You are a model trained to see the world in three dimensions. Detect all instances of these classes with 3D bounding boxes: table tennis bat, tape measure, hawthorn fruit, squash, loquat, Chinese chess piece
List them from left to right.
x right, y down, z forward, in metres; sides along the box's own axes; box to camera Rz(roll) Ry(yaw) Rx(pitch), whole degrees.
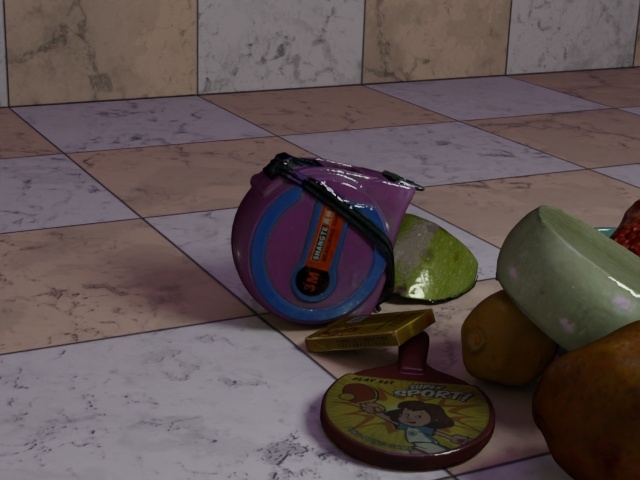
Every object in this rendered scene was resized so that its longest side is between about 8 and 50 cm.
[{"bbox_3d":[0.000,0.000,1.651,0.245,0.231,0.149,14,12,-18],"label":"tape measure"},{"bbox_3d":[0.104,0.186,1.401,0.200,0.038,0.310,5,22,5],"label":"table tennis bat"},{"bbox_3d":[0.143,0.016,1.788,0.192,0.085,0.184,22,26,17],"label":"squash"},{"bbox_3d":[0.240,0.120,1.470,0.137,0.137,0.113,-13,30,-38],"label":"loquat"},{"bbox_3d":[0.324,0.063,1.388,0.250,0.101,0.250,30,17,-11],"label":"Chinese chess piece"},{"bbox_3d":[0.319,0.183,1.209,0.248,0.208,0.208,-8,9,38],"label":"hawthorn fruit"}]

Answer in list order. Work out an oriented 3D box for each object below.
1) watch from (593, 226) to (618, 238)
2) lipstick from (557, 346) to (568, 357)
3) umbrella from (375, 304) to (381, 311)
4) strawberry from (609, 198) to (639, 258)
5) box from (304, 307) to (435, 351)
[{"bbox_3d":[0.503,0.031,1.872,0.237,0.068,0.195,7,16,27],"label":"watch"},{"bbox_3d":[0.336,0.115,1.576,0.070,0.070,0.254,1,18,-2],"label":"lipstick"},{"bbox_3d":[0.061,0.046,1.816,0.044,0.044,0.269,-29,24,-4],"label":"umbrella"},{"bbox_3d":[0.544,0.030,1.580,0.351,0.267,0.312,-12,46,8],"label":"strawberry"},{"bbox_3d":[0.063,0.117,1.538,0.156,0.022,0.089,-10,10,40],"label":"box"}]
